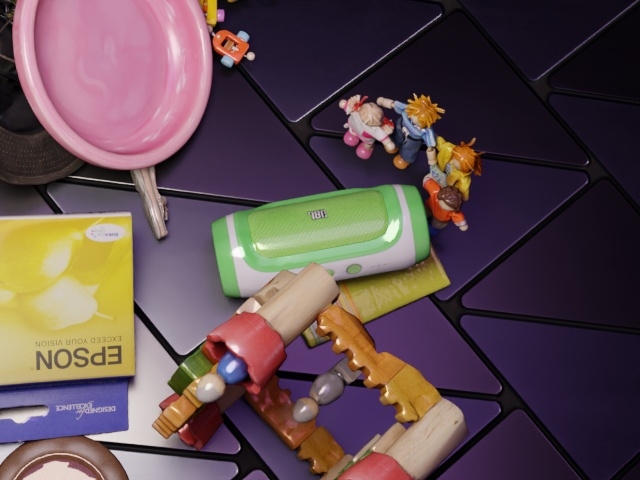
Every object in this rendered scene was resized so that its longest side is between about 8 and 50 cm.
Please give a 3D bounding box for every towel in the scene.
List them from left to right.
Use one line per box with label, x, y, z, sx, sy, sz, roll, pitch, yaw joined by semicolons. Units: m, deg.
towel;0.067;0.067;1.747;0.237;0.021;0.102;-23;83;-14

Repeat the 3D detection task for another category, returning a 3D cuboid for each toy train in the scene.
toy train;-0.134;-0.347;1.812;0.125;0.046;0.166;27;76;-3

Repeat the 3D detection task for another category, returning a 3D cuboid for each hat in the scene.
hat;-0.450;-0.242;1.668;0.134;0.331;0.331;0;70;34

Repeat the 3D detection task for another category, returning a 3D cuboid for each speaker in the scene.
speaker;0.000;0.000;1.682;0.296;0.131;0.131;-11;77;-3

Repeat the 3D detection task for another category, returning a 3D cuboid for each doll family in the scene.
doll family;0.151;-0.137;1.737;0.118;0.163;0.263;-42;85;-17

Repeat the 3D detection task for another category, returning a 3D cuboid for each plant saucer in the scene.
plant saucer;-0.352;0.357;1.593;0.199;0.036;0.198;2;74;-8
plant saucer;-0.299;-0.264;1.669;0.332;0.084;0.332;1;88;-48

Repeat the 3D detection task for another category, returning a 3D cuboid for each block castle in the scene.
block castle;-0.044;0.239;1.459;0.213;0.453;0.303;-41;86;-24

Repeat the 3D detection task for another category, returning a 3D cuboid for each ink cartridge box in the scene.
ink cartridge box;-0.398;0.118;1.560;0.304;0.072;0.307;-3;91;-21

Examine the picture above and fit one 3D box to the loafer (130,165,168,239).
loafer;-0.241;-0.064;1.719;0.039;0.045;0.125;-17;76;-20
